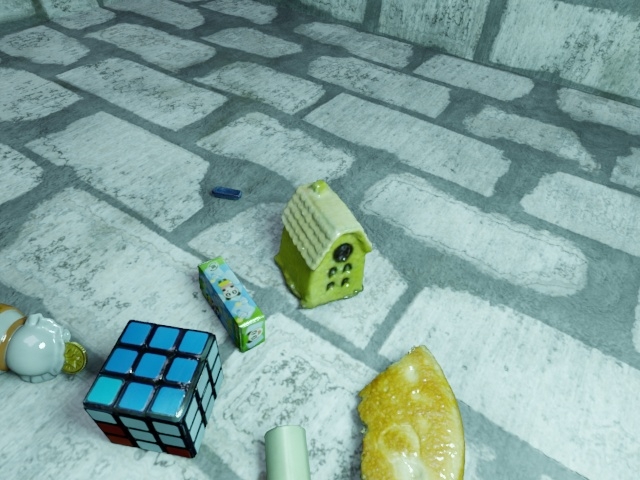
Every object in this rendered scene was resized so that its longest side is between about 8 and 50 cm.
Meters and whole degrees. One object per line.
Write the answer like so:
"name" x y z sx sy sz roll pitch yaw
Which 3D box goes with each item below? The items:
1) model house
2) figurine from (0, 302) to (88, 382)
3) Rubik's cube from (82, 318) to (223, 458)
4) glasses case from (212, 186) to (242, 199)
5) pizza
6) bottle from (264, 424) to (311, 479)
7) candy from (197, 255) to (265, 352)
"model house" 0.000 0.000 0.938 0.174 0.235 0.193 -17 47 -20
"figurine" -0.572 0.194 0.778 0.270 0.143 0.143 15 46 13
"Rubik's cube" -0.271 0.252 0.720 0.162 0.163 0.161 10 45 3
"glasses case" -0.265 -0.133 1.200 0.083 0.023 0.034 10 40 4
"pizza" 0.152 0.329 0.719 0.182 0.074 0.366 -6 36 12
"bottle" -0.046 0.400 0.651 0.071 0.072 0.202 -4 46 -8
"candy" -0.190 0.133 0.891 0.062 0.097 0.194 -23 52 -29
